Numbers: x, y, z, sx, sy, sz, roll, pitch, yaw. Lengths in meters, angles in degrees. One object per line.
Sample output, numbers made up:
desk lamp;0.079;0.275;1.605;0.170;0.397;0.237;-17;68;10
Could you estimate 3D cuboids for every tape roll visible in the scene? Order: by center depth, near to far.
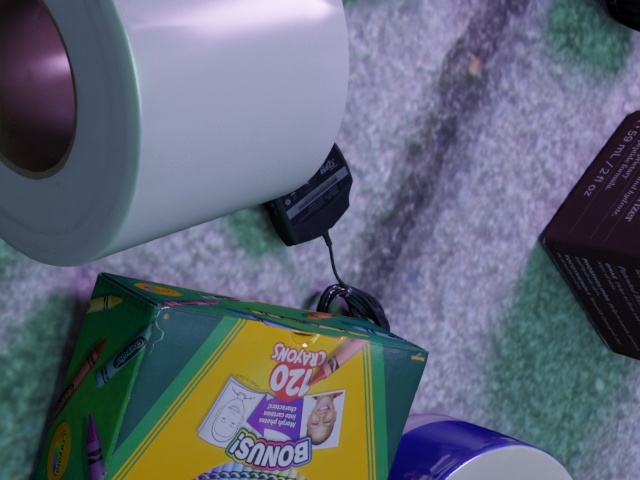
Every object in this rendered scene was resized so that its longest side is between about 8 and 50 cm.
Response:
tape roll;-0.124;-0.121;1.243;0.169;0.246;0.246;-20;113;-39

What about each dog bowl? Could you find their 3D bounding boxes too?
dog bowl;0.103;0.283;1.645;0.265;0.104;0.265;-11;107;-41

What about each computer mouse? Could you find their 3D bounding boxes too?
computer mouse;0.000;0.000;1.536;0.071;0.041;0.242;-37;130;-21

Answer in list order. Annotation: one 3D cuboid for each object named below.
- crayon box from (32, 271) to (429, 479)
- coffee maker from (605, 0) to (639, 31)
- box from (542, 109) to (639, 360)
crayon box;-0.061;0.130;1.456;0.278;0.081;0.165;12;99;-43
coffee maker;0.334;-0.261;1.722;0.171;0.120;0.178;25;85;-49
box;0.342;0.008;1.738;0.168;0.203;0.167;-52;129;-22
